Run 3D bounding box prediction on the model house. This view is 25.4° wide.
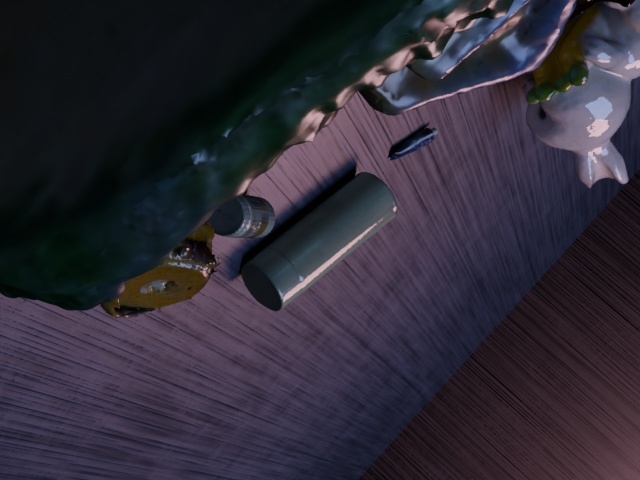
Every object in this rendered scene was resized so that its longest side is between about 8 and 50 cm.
[{"bbox_3d":[-0.046,-0.158,0.812,0.382,0.334,0.342,-41,163,11],"label":"model house"}]

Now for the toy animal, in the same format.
[{"bbox_3d":[0.387,-0.230,1.922,0.247,0.183,0.310,18,115,-35],"label":"toy animal"}]

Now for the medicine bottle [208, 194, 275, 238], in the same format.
[{"bbox_3d":[-0.083,-0.025,1.477,0.047,0.047,0.083,-52,164,12],"label":"medicine bottle"}]

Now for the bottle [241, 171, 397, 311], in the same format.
[{"bbox_3d":[0.000,0.000,1.695,0.201,0.072,0.072,-38,161,-28],"label":"bottle"}]

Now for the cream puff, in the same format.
[{"bbox_3d":[-0.154,0.006,1.269,0.119,0.104,0.133,-14,152,0],"label":"cream puff"}]

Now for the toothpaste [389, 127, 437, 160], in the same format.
[{"bbox_3d":[0.120,-0.124,1.810,0.083,0.019,0.027,-32,175,-32],"label":"toothpaste"}]

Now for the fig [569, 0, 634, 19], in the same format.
[{"bbox_3d":[0.192,-0.286,1.329,0.235,0.214,0.235,-44,-171,8],"label":"fig"}]
